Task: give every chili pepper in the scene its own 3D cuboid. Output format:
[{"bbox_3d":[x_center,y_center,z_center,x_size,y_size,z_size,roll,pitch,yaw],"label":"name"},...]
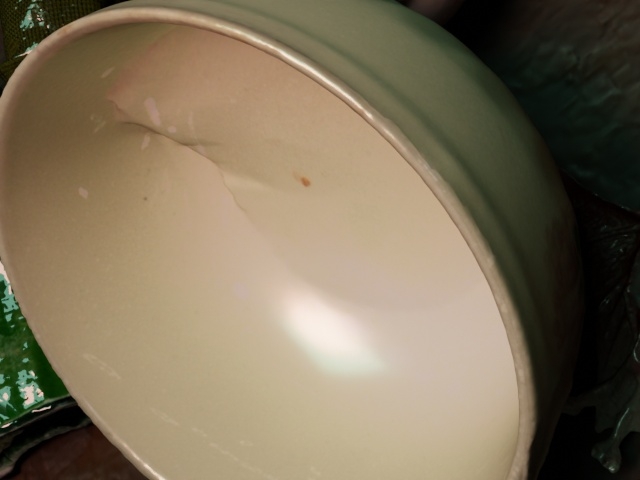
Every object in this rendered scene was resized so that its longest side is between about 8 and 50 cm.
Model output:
[{"bbox_3d":[-0.212,-0.001,0.887,0.136,0.099,0.270,-36,63,34],"label":"chili pepper"}]

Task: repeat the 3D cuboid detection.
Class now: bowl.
[{"bbox_3d":[0.000,0.000,0.669,0.277,0.145,0.277,20,130,25],"label":"bowl"}]

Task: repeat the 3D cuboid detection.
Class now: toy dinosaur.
[{"bbox_3d":[0.149,0.044,0.653,0.108,0.032,0.220,-48,53,19],"label":"toy dinosaur"}]

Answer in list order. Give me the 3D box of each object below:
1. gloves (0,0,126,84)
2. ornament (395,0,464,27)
[{"bbox_3d":[-0.155,-0.206,0.907,0.135,0.107,0.268,-5,69,3],"label":"gloves"},{"bbox_3d":[-0.002,-0.162,0.735,0.177,0.177,0.177,-11,71,34],"label":"ornament"}]
